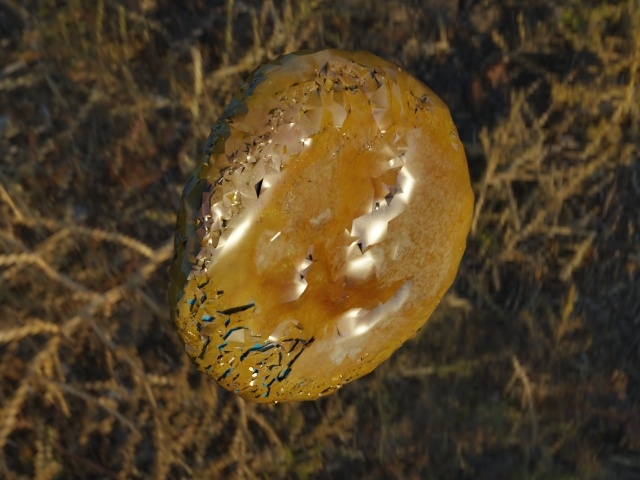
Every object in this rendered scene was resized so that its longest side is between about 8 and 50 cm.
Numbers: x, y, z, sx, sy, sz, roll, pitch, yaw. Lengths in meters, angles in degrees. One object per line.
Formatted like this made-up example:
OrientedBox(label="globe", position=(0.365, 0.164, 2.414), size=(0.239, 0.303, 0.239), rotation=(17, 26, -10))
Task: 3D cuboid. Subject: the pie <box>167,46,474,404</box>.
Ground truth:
OrientedBox(label="pie", position=(0.001, 0.000, 1.104), size=(0.273, 0.273, 0.069), rotation=(-46, 42, -14))
